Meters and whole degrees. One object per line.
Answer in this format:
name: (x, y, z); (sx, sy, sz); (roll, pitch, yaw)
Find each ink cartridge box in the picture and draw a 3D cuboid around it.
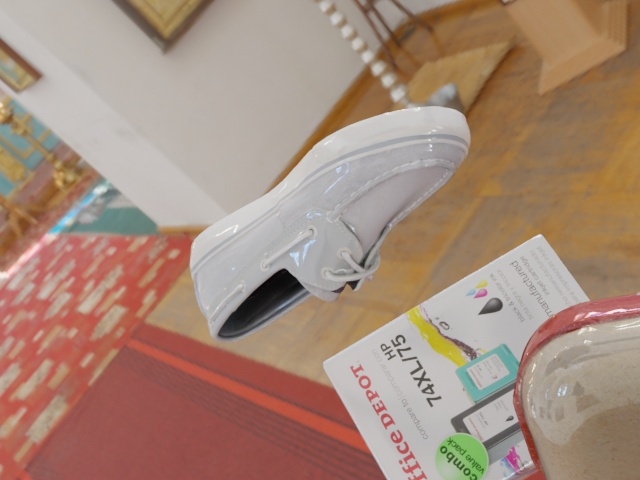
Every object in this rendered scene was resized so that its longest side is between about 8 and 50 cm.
ink cartridge box: (0.173, 0.167, 0.943); (0.270, 0.198, 0.197); (-31, -21, -3)

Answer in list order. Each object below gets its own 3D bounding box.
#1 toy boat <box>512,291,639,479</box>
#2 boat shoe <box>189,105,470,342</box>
toy boat: (0.228, 0.066, 0.485); (0.231, 0.151, 0.151); (-12, 31, 19)
boat shoe: (0.000, 0.000, 0.423); (0.184, 0.066, 0.063); (-27, 63, 33)
